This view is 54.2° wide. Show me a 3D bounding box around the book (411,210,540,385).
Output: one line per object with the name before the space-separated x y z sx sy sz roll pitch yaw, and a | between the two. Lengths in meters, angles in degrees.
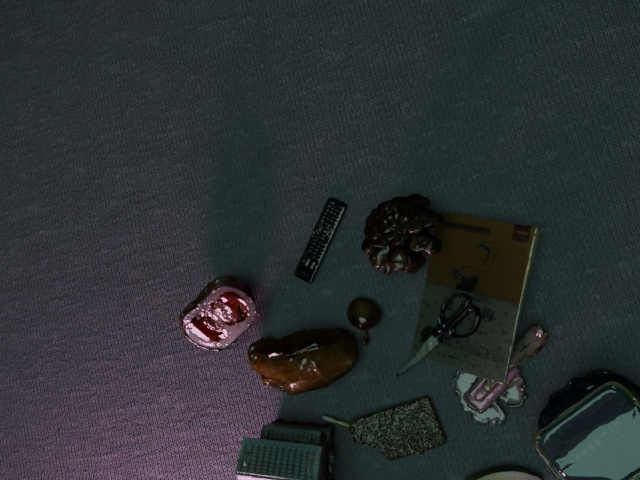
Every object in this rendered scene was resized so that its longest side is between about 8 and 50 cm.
book | 0.376 0.135 1.555 0.269 0.032 0.388 12 93 39

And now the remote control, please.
remote control | 0.000 0.000 1.730 0.063 0.025 0.245 28 99 19

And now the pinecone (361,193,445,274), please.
pinecone | 0.207 -0.012 1.564 0.203 0.228 0.201 17 137 12

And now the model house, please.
model house | -0.075 0.591 1.647 0.224 0.215 0.198 1 91 19

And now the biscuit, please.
biscuit | 0.196 0.502 1.635 0.237 0.026 0.131 -21 74 11

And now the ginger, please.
ginger | -0.060 0.320 1.674 0.321 0.172 0.165 -6 125 18

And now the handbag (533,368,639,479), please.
handbag | 0.619 0.425 1.392 0.263 0.241 0.222 -42 75 15

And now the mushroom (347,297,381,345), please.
mushroom | 0.118 0.216 1.662 0.088 0.073 0.129 -7 89 -11

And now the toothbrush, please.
toothbrush | 0.137 0.516 1.676 0.288 0.021 0.024 15 83 19

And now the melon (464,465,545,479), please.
melon | 0.452 0.601 1.550 0.182 0.054 0.098 -36 84 16

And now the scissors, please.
scissors | 0.286 0.254 1.585 0.300 0.022 0.109 -49 54 26

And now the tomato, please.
tomato | -0.284 0.184 1.754 0.214 0.155 0.180 -39 113 10

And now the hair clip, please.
hair clip | 0.456 0.319 1.540 0.173 0.069 0.300 44 114 19
